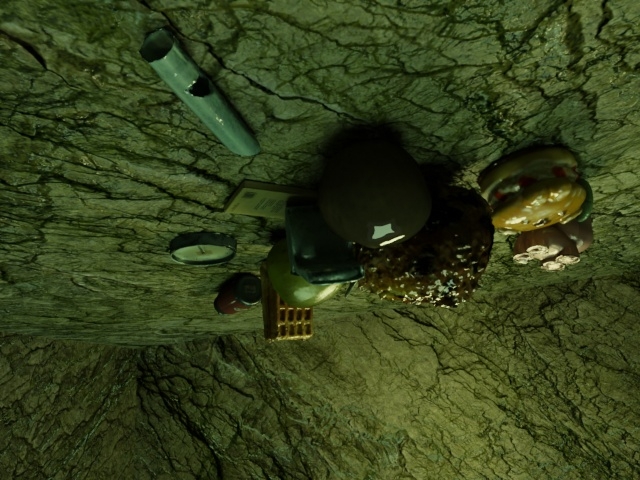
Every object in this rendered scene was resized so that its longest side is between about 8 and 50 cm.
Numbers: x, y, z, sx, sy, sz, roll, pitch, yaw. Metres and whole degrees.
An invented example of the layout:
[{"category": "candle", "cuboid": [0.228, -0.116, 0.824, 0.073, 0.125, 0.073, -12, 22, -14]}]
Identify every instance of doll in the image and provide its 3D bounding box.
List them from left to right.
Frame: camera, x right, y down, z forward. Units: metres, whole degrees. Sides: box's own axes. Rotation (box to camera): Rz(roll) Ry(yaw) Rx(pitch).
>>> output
[{"category": "doll", "cuboid": [0.750, -0.050, 1.316, 0.217, 0.268, 0.284, 17, 154, -7]}]

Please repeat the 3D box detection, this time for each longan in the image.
[{"category": "longan", "cuboid": [0.117, -0.101, 0.928, 0.258, 0.257, 0.258, -7, 160, -3]}]

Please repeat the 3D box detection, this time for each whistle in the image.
[{"category": "whistle", "cuboid": [-0.196, -0.237, 0.730, 0.062, 0.062, 0.312, -12, 159, 12]}, {"category": "whistle", "cuboid": [0.003, 0.032, 1.094, 0.168, 0.404, 0.188, -5, 125, -8]}]

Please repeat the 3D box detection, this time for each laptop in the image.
[{"category": "laptop", "cuboid": [0.155, 0.063, 1.417, 0.015, 0.269, 0.187, 26, 158, 4]}]

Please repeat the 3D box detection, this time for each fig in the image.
[{"category": "fig", "cuboid": [-0.017, 0.090, 1.411, 0.327, 0.257, 0.258, -18, 160, -2]}]

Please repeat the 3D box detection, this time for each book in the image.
[{"category": "book", "cuboid": [-0.135, -0.108, 1.145, 0.231, 0.026, 0.161, 5, 157, -32]}]

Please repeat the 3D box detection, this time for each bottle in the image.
[{"category": "bottle", "cuboid": [-0.396, 0.265, 1.889, 0.144, 0.143, 0.336, 7, 156, -35]}]

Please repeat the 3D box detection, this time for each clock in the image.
[{"category": "clock", "cuboid": [-0.400, 0.034, 1.402, 0.226, 0.048, 0.226, -7, 161, -2]}]

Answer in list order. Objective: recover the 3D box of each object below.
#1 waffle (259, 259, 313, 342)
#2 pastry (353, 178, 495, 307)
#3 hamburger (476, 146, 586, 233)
[{"category": "waffle", "cuboid": [-0.134, 0.244, 1.658, 0.224, 0.327, 0.098, 11, 157, -44]}, {"category": "pastry", "cuboid": [0.292, 0.015, 1.094, 0.405, 0.337, 0.292, -36, 131, -15]}, {"category": "hamburger", "cuboid": [0.596, -0.129, 1.131, 0.261, 0.186, 0.302, -10, 157, 3]}]
